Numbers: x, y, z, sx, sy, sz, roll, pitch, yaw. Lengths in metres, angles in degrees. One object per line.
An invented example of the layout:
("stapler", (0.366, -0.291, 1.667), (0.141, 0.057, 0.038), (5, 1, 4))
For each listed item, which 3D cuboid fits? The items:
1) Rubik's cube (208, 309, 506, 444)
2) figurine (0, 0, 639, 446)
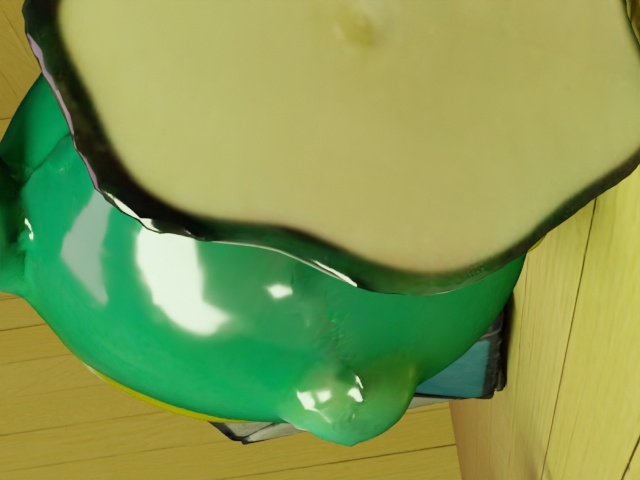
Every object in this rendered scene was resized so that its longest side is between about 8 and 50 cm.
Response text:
("Rubik's cube", (0.000, 0.000, 1.100), (0.305, 0.306, 0.310), (70, -168, -70))
("figurine", (-0.018, -0.018, 0.522), (0.340, 0.323, 0.232), (119, 140, -71))
